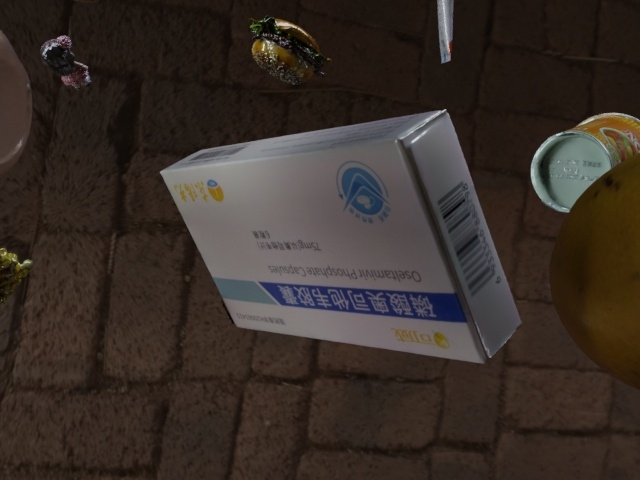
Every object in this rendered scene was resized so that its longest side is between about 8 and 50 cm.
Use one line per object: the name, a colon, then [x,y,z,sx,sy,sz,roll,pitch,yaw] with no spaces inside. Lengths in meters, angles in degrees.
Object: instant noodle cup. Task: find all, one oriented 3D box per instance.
instant noodle cup: [0.395,-0.106,1.127,0.185,0.169,0.168,-12,97,-53]

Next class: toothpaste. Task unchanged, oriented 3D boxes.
toothpaste: [0.222,-0.412,1.363,0.031,0.048,0.190,-3,96,-12]

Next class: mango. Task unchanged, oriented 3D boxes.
mango: [0.311,0.012,0.608,0.173,0.317,0.211,-7,68,-18]

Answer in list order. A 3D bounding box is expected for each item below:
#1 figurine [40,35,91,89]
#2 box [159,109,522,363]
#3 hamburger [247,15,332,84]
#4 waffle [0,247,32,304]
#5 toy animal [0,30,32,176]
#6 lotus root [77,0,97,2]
figurine: [-0.501,-0.349,1.527,0.072,0.129,0.054,-13,59,12]
box: [0.000,0.000,0.709,0.065,0.343,0.200,-38,114,-34]
hamburger: [-0.076,-0.387,1.579,0.190,0.164,0.093,32,83,-43]
waffle: [-0.592,0.086,1.239,0.238,0.243,0.058,-29,80,7]
toy animal: [-0.523,-0.172,1.037,0.195,0.256,0.212,-43,132,-44]
lotus root: [-0.489,-0.525,1.590,0.072,0.152,0.063,-36,84,24]
